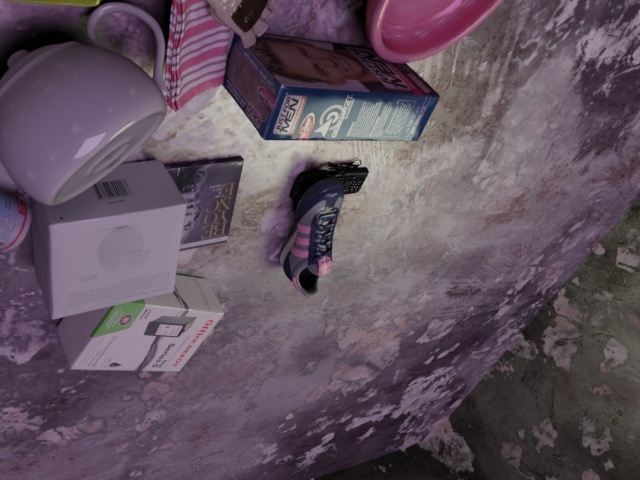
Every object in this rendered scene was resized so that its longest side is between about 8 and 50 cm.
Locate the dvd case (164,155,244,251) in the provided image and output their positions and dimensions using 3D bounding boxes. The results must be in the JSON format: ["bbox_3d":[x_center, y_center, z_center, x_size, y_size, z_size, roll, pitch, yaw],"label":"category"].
[{"bbox_3d":[-0.245,-0.065,1.265,0.164,0.018,0.221,-12,139,-32],"label":"dvd case"}]

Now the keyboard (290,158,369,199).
[{"bbox_3d":[0.030,-0.127,1.414,0.192,0.038,0.100,-10,138,-35],"label":"keyboard"}]

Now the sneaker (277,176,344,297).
[{"bbox_3d":[0.000,0.000,1.436,0.112,0.131,0.319,-13,146,-27],"label":"sneaker"}]

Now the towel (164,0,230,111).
[{"bbox_3d":[-0.178,-0.304,0.971,0.144,0.029,0.197,-49,162,-46],"label":"towel"}]

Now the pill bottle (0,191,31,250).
[{"bbox_3d":[-0.534,-0.047,0.973,0.087,0.087,0.160,-44,145,11],"label":"pill bottle"}]

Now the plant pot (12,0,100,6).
[{"bbox_3d":[-0.350,-0.377,0.629,0.227,0.228,0.207,-8,130,-34],"label":"plant pot"}]

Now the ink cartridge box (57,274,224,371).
[{"bbox_3d":[-0.372,0.169,1.345,0.273,0.115,0.198,15,121,-49],"label":"ink cartridge box"}]

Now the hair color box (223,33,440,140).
[{"bbox_3d":[0.023,-0.264,1.123,0.347,0.174,0.105,-7,136,-36],"label":"hair color box"}]

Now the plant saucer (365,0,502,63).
[{"bbox_3d":[0.209,-0.451,1.088,0.332,0.084,0.332,-29,162,-10],"label":"plant saucer"}]

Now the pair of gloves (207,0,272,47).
[{"bbox_3d":[-0.069,-0.406,0.916,0.240,0.042,0.204,-48,165,2],"label":"pair of gloves"}]

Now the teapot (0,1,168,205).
[{"bbox_3d":[-0.350,-0.188,0.887,0.252,0.187,0.256,-35,-171,35],"label":"teapot"}]

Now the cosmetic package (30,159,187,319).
[{"bbox_3d":[-0.373,-0.004,1.118,0.224,0.138,0.225,-11,137,-32],"label":"cosmetic package"}]
